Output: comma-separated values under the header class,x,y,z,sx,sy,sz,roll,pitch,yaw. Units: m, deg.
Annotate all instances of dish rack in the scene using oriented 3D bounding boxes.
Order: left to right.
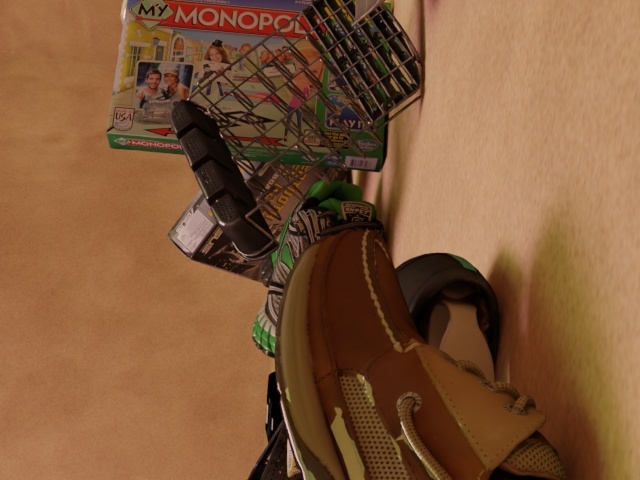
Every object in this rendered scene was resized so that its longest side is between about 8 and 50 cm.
class,x,y,z,sx,sy,sz,roll,pitch,yaw
dish rack,-0.023,-0.133,1.092,0.074,0.271,0.208,38,-161,-54

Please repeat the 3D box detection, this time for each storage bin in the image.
class,x,y,z,sx,sy,sz,roll,pitch,yaw
storage bin,-0.048,0.315,1.277,0.122,0.084,0.180,-60,3,30

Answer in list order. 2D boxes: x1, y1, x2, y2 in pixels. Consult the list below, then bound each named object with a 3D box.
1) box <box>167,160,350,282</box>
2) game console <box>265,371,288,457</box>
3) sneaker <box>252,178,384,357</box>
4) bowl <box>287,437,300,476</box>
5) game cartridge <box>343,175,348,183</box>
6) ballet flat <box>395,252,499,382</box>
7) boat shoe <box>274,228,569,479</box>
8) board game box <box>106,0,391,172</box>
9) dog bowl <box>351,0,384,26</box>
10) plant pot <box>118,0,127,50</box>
class,x,y,z,sx,sy,sz,roll,pitch,yaw
box,-0.068,-0.062,1.376,0.231,0.056,0.183,-52,-31,8
game console,-0.028,0.184,1.480,0.213,0.044,0.361,-132,43,-65
sneaker,0.005,0.033,1.114,0.343,0.134,0.146,-108,36,-63
bowl,0.008,0.177,1.171,0.170,0.080,0.170,-177,90,-87
game cartridge,0.000,0.000,1.664,0.196,0.060,0.294,-99,16,-59
ballet flat,0.058,0.143,0.632,0.096,0.095,0.280,162,114,-71
boat shoe,0.058,0.122,0.500,0.122,0.120,0.324,59,-164,-44
board game box,-0.080,-0.198,1.260,0.046,0.317,0.213,99,175,-69
dog bowl,0.002,-0.372,0.949,0.348,0.102,0.348,58,-160,-34
plant pot,-0.122,-0.322,1.584,0.334,0.306,0.333,17,-90,-88
